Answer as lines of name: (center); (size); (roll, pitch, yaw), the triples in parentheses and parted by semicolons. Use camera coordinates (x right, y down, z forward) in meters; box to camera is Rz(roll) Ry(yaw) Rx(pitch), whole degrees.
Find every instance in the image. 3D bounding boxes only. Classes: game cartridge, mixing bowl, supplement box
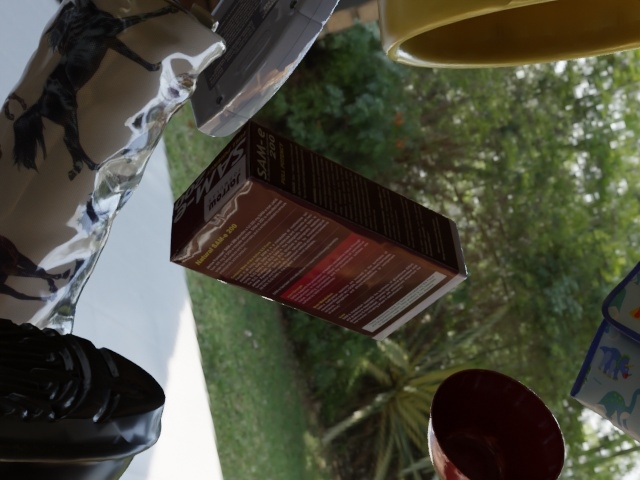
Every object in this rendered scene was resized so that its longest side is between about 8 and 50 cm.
game cartridge: (-0.087, -0.290, 1.208); (0.060, 0.294, 0.196); (21, 36, -34)
mixing bowl: (0.209, 0.267, 1.121); (0.098, 0.182, 0.181); (112, -24, -43)
supplement box: (0.000, 0.000, 0.792); (0.239, 0.130, 0.073); (24, 43, -30)

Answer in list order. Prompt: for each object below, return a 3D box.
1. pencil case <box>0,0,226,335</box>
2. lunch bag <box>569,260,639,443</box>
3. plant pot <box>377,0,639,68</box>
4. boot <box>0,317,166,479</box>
pencil case: (-0.246, -0.081, 0.880); (0.160, 0.410, 0.183); (29, 2, 17)
lunch bag: (0.289, 0.091, 0.689); (0.129, 0.096, 0.151); (37, -67, 47)
plant pot: (0.160, -0.261, 0.615); (0.254, 0.254, 0.239); (-12, 97, -84)
boot: (-0.267, 0.175, 0.464); (0.131, 0.348, 0.260); (-132, -133, -67)
